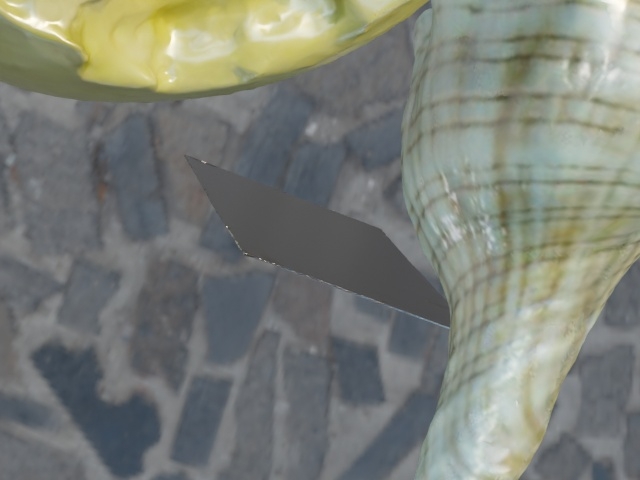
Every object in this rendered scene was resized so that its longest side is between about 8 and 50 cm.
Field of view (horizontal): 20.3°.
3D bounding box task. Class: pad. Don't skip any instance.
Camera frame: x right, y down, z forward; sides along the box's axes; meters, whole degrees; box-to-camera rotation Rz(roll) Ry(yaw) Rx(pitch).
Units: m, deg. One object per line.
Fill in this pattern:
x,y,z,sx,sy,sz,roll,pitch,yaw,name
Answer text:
0.000,0.000,1.170,0.163,0.243,0.004,20,100,-18,pad

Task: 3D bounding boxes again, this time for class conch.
0.101,-0.045,0.773,0.169,0.203,0.386,40,94,13,conch

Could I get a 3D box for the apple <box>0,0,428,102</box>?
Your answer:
-0.049,-0.176,0.572,0.279,0.279,0.279,4,121,7,apple
